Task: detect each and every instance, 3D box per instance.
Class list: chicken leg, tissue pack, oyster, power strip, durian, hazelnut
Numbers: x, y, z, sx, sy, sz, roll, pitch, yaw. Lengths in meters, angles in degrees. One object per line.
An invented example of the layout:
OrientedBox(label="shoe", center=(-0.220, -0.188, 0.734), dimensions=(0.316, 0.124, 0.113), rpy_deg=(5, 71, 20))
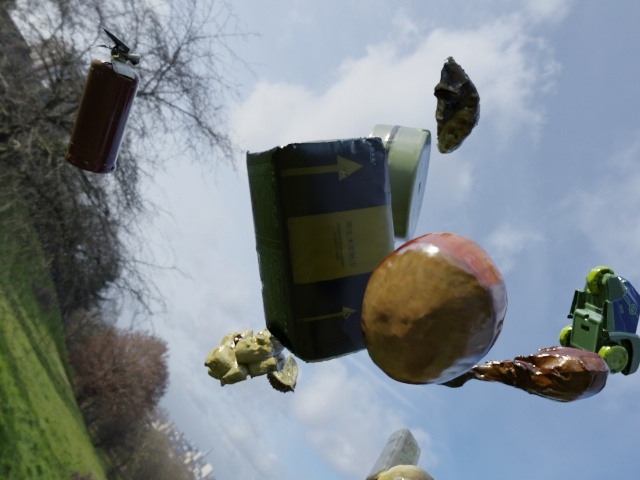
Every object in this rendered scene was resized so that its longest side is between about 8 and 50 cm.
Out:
OrientedBox(label="chicken leg", center=(0.340, 0.239, 0.822), dimensions=(0.305, 0.093, 0.113), rpy_deg=(-6, -26, 21))
OrientedBox(label="tissue pack", center=(0.000, 0.000, 0.960), dimensions=(0.264, 0.254, 0.415), rpy_deg=(-169, -111, -66))
OrientedBox(label="oyster", center=(0.389, -0.386, 1.340), dimensions=(0.294, 0.166, 0.094), rpy_deg=(51, 4, -49))
OrientedBox(label="power strip", center=(0.213, -0.156, 1.356), dimensions=(0.162, 0.357, 0.357), rpy_deg=(11, -44, 16))
OrientedBox(label="durian", center=(-0.109, 0.385, 1.302), dimensions=(0.071, 0.111, 0.140), rpy_deg=(-58, -141, 26))
OrientedBox(label="hazelnut", center=(0.154, 0.088, 0.622), dimensions=(0.176, 0.214, 0.214), rpy_deg=(39, -31, 24))

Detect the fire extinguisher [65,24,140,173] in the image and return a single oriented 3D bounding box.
OrientedBox(label="fire extinguisher", center=(-0.429, -0.273, 0.916), dimensions=(0.105, 0.105, 0.268), rpy_deg=(35, -71, 35))

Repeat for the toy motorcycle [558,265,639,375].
OrientedBox(label="toy motorcycle", center=(0.905, 0.240, 1.441), dimensions=(0.191, 0.200, 0.325), rpy_deg=(-136, -131, -73))

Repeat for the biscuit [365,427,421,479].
OrientedBox(label="biscuit", center=(0.126, 0.384, 0.788), dimensions=(0.052, 0.188, 0.056), rpy_deg=(-34, -100, 21))

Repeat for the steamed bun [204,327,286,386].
OrientedBox(label="steamed bun", center=(-0.174, 0.257, 1.048), dimensions=(0.177, 0.193, 0.106), rpy_deg=(36, 40, -79))

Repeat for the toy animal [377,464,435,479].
OrientedBox(label="toy animal", center=(0.103, 0.360, 0.464), dimensions=(0.233, 0.122, 0.168), rpy_deg=(-116, -153, -65))
